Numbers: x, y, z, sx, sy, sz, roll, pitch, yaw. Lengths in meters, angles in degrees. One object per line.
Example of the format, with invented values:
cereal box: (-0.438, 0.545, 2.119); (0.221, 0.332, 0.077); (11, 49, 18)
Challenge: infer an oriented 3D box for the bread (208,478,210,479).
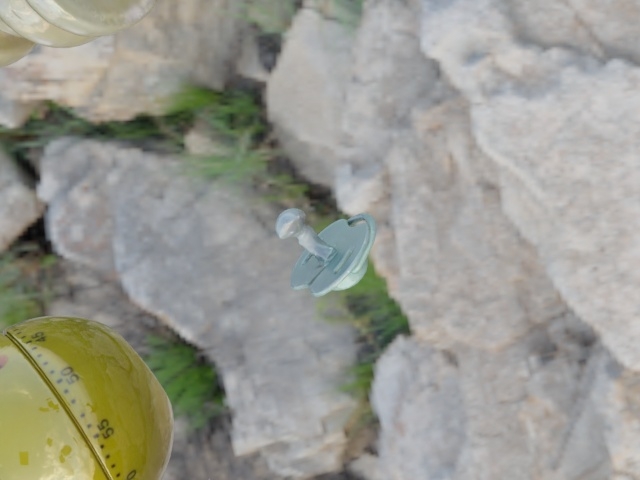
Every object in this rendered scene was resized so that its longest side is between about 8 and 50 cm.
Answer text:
bread: (-0.167, 0.451, 2.197); (0.143, 0.139, 0.229); (31, 124, 24)

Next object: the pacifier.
pacifier: (0.000, 0.000, 1.897); (0.127, 0.116, 0.150); (-49, 19, -4)

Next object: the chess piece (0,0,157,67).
chess piece: (-0.290, -0.220, 1.446); (0.299, 0.167, 0.167); (-19, 82, 43)

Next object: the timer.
timer: (-0.419, 0.303, 2.365); (0.376, 0.387, 0.376); (47, 161, 22)
